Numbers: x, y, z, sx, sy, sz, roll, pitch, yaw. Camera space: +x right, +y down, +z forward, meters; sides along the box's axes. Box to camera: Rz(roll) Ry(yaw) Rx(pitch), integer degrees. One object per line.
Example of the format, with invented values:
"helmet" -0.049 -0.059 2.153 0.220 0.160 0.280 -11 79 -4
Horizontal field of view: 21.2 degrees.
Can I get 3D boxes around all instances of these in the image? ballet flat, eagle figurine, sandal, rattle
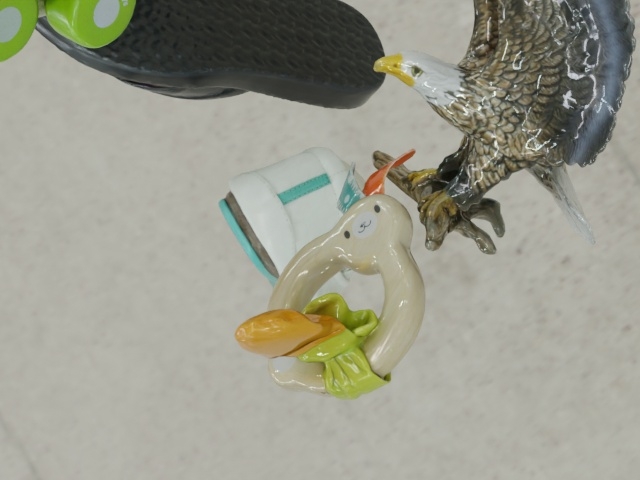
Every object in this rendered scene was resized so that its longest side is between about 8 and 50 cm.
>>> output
"ballet flat" -0.005 -0.007 1.632 0.139 0.400 0.139 0 81 3
"eagle figurine" 0.146 -0.140 1.349 0.226 0.225 0.298 34 110 25
"sandal" -0.135 -0.205 1.788 0.107 0.445 0.168 -42 47 44
"rattle" 0.000 0.000 1.188 0.130 0.142 0.200 -5 64 52

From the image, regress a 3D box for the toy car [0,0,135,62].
"toy car" -0.188 -0.219 0.966 0.155 0.149 0.188 30 119 31
